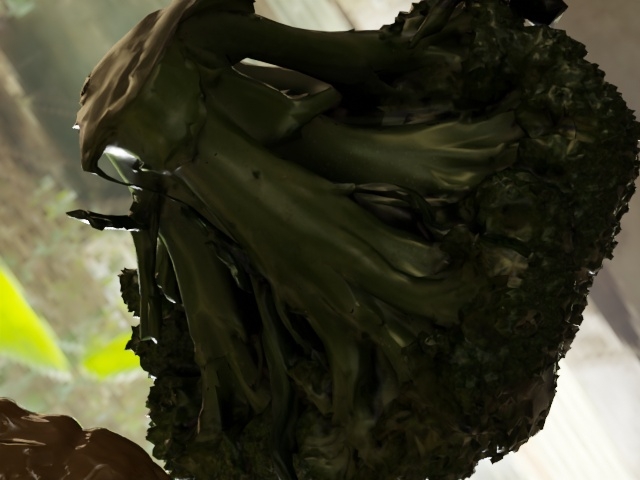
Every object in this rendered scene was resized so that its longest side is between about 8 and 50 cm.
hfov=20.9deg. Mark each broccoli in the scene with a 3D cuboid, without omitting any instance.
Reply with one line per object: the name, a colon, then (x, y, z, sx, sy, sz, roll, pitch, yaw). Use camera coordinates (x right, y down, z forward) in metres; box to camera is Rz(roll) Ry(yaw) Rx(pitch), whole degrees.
broccoli: (0.000, 0.000, 0.891, 0.321, 0.283, 0.303, -34, -146, 30)

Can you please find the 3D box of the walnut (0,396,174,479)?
walnut: (-0.138, 0.166, 0.690, 0.213, 0.213, 0.213, -34, -174, 4)
